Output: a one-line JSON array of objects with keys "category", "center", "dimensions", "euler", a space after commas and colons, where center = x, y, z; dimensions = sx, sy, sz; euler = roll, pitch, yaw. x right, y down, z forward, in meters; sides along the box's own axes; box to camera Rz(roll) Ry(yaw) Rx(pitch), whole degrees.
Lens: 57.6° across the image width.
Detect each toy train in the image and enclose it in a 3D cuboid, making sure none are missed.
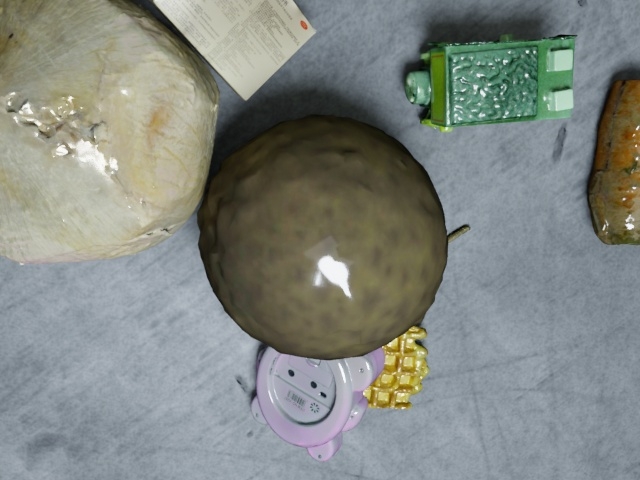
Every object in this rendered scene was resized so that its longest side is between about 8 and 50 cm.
[{"category": "toy train", "center": [0.283, -0.264, 0.979], "dimensions": [0.271, 0.188, 0.159], "euler": [-6, 106, -9]}]

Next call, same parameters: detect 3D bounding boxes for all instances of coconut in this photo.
[{"category": "coconut", "center": [-0.339, -0.153, 0.789], "dimensions": [0.404, 0.404, 0.405], "euler": [-2, 104, -8]}]

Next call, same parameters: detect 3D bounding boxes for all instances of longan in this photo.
[{"category": "longan", "center": [0.000, 0.000, 0.900], "dimensions": [0.390, 0.391, 0.391], "euler": [-2, 104, -8]}]

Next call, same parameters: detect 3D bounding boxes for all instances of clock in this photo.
[{"category": "clock", "center": [-0.019, 0.260, 1.066], "dimensions": [0.227, 0.090, 0.248], "euler": [26, 110, 23]}]

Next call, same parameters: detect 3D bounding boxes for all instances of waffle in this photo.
[{"category": "waffle", "center": [0.107, 0.217, 1.137], "dimensions": [0.229, 0.057, 0.219], "euler": [4, 103, -8]}]

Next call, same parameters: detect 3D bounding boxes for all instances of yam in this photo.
[{"category": "yam", "center": [0.243, 0.001, 1.128], "dimensions": [0.107, 0.014, 0.014], "euler": [-31, 106, 0]}]

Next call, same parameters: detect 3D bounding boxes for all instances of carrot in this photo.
[{"category": "carrot", "center": [0.578, -0.140, 1.087], "dimensions": [0.138, 0.139, 0.302], "euler": [6, 96, -10]}]

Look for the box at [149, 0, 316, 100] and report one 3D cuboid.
[{"category": "box", "center": [-0.137, -0.356, 0.899], "dimensions": [0.168, 0.095, 0.212], "euler": [-42, 132, 5]}]
